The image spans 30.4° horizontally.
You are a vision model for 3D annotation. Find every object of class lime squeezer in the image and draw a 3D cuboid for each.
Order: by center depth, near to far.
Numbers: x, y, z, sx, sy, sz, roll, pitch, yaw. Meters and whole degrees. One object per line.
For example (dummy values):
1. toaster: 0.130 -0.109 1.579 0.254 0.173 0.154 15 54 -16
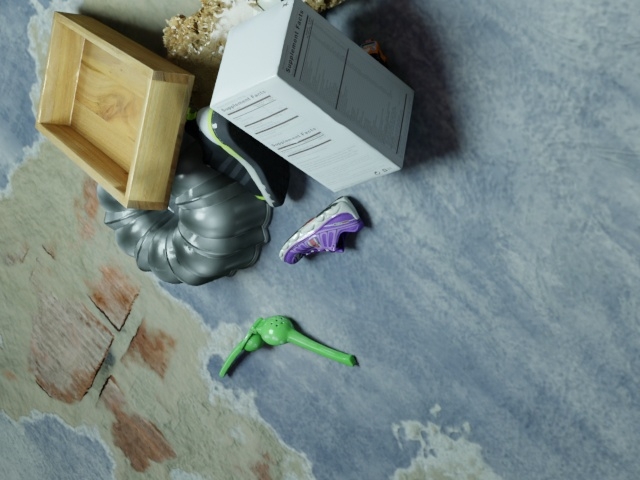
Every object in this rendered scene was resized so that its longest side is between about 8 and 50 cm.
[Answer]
1. lime squeezer: -0.084 0.175 2.004 0.310 0.059 0.110 -11 135 40

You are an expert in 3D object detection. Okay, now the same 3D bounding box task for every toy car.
1. toy car: 0.042 -0.251 1.669 0.122 0.060 0.041 -19 68 36

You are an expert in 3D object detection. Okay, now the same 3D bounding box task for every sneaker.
1. sneaker: -0.128 -0.134 1.787 0.097 0.084 0.235 -2 145 28
2. sneaker: 0.000 0.000 1.826 0.071 0.068 0.170 51 133 -3

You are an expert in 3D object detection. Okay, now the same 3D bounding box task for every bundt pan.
1. bundt pan: -0.245 -0.066 1.945 0.330 0.124 0.331 19 124 30

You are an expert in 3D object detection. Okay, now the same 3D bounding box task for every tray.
1. tray: -0.328 -0.211 1.827 0.411 0.076 0.203 36 117 52

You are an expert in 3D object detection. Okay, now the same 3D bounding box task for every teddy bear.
1. teddy bear: -0.091 -0.334 1.708 0.245 0.113 0.338 35 124 8

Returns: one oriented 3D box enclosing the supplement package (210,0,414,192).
1. supplement package: -0.007 -0.193 1.597 0.133 0.139 0.244 -18 140 42
